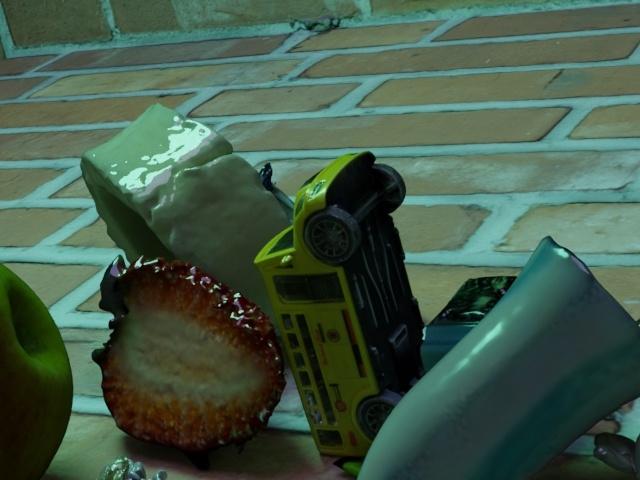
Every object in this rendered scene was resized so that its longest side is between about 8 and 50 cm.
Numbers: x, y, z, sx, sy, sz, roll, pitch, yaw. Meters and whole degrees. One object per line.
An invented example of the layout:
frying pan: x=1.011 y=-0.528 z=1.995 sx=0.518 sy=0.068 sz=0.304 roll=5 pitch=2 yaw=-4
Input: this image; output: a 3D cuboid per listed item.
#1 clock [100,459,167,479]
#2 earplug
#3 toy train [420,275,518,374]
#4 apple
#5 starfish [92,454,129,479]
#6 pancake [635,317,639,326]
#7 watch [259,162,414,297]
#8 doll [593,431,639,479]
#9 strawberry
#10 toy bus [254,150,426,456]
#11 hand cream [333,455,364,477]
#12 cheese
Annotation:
clock: x=-0.210 y=0.284 z=1.579 sx=0.087 sy=0.041 sz=0.129 roll=-17 pitch=26 yaw=0
earplug: x=0.164 y=0.168 z=1.411 sx=0.324 sy=0.185 sz=0.185 roll=-41 pitch=23 yaw=2
toy train: x=0.192 y=0.126 z=1.584 sx=0.107 sy=0.154 sz=0.198 roll=-3 pitch=24 yaw=33
apple: x=-0.444 y=0.173 z=1.610 sx=0.340 sy=0.339 sz=0.339 roll=-12 pitch=21 yaw=5
starfish: x=-0.234 y=0.305 z=1.412 sx=0.231 sy=0.048 sz=0.295 roll=22 pitch=25 yaw=25
pancake: x=0.451 y=0.122 z=1.611 sx=0.212 sy=0.029 sz=0.235 roll=-8 pitch=23 yaw=11
watch: x=0.008 y=0.009 z=1.993 sx=0.068 sy=0.276 sz=0.274 roll=-47 pitch=2 yaw=-8
doll: x=0.399 y=0.203 z=1.338 sx=0.275 sy=0.113 sz=0.155 roll=-14 pitch=11 yaw=18
strawberry: x=-0.128 y=0.149 z=1.673 sx=0.306 sy=0.233 sz=0.138 roll=21 pitch=17 yaw=36
toy bus: x=0.030 y=0.072 z=1.574 sx=0.152 sy=0.330 sz=0.144 roll=-4 pitch=22 yaw=30
hand cream: x=0.063 y=0.251 z=1.521 sx=0.036 sy=0.023 sz=0.122 roll=-3 pitch=11 yaw=-35
cheese: x=-0.158 y=-0.017 z=1.866 sx=0.153 sy=0.332 sz=0.292 roll=-42 pitch=19 yaw=-17
